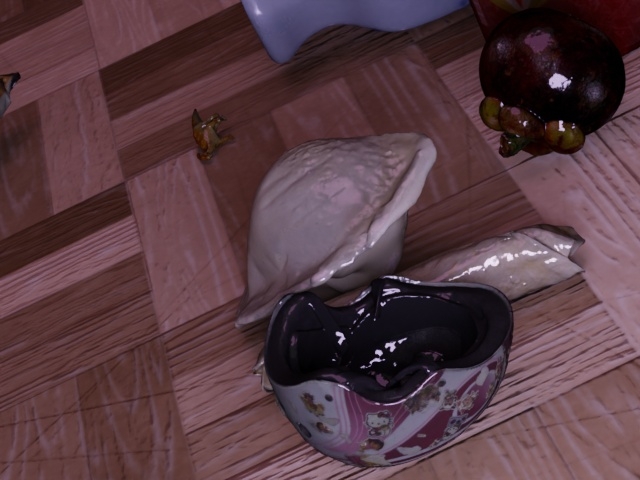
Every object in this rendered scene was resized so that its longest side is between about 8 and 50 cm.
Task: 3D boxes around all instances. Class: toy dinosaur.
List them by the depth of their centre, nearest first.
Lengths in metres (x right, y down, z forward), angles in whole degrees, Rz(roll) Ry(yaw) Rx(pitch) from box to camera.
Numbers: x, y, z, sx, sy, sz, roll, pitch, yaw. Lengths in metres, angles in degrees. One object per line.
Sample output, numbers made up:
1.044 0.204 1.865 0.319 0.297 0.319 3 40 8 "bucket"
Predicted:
-0.115 -0.118 1.848 0.041 0.026 0.113 -36 34 16 "toy dinosaur"

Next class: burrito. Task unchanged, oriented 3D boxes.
0.074 0.047 1.383 0.275 0.059 0.082 -22 10 8 "burrito"

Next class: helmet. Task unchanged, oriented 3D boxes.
0.050 0.102 1.268 0.177 0.107 0.153 -9 24 -8 "helmet"

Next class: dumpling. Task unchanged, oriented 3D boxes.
0.003 -0.002 1.454 0.216 0.126 0.166 -12 34 22 "dumpling"

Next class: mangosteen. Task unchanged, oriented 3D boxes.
0.191 -0.129 1.534 0.140 0.140 0.140 -20 29 11 "mangosteen"

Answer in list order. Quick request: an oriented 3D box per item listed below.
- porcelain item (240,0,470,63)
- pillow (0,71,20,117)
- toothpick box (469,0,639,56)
0.101 -0.343 1.893 0.405 0.178 0.242 -23 27 5 "porcelain item"
-0.512 -0.067 1.994 0.312 0.119 0.310 -15 26 23 "pillow"
0.195 -0.342 1.650 0.204 0.333 0.204 -20 30 12 "toothpick box"
